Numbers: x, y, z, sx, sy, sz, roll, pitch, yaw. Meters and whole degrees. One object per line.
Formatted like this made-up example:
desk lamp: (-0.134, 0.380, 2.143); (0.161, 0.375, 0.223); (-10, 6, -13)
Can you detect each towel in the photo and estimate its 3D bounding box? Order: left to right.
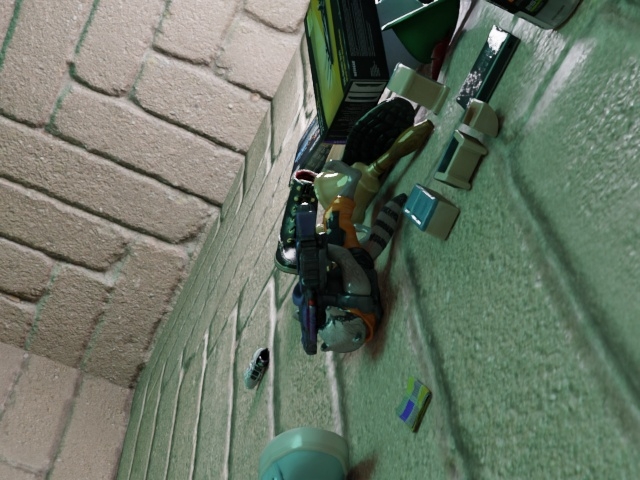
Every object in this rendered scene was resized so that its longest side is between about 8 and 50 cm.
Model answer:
towel: (0.124, 0.218, 1.293); (0.083, 0.009, 0.060); (-142, 74, -76)

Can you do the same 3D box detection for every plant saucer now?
plant saucer: (0.150, -0.403, 1.982); (0.194, 0.037, 0.195); (-9, 71, 29)

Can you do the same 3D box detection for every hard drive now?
hard drive: (0.259, -0.265, 1.517); (0.135, 0.022, 0.094); (-63, 14, 17)

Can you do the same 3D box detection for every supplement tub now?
supplement tub: (0.261, -0.377, 1.325); (0.117, 0.190, 0.117); (-158, 90, -77)

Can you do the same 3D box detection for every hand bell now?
hand bell: (0.113, -0.138, 1.752); (0.242, 0.126, 0.126); (-39, 28, 33)

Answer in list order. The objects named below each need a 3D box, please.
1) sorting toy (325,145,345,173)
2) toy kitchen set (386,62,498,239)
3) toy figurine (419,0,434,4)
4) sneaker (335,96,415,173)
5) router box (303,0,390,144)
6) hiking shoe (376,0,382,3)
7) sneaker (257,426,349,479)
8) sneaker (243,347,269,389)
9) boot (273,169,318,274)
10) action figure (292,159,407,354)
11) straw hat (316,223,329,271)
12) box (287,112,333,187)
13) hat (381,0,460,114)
sorting toy: (0.069, -0.219, 2.142); (0.132, 0.046, 0.275); (-117, 50, -73)
toy kitchen set: (0.144, -0.136, 1.446); (0.207, 0.166, 0.122); (-65, 13, 9)
toy figurine: (0.187, -0.600, 1.948); (0.148, 0.209, 0.213); (-52, 18, 26)
sneaker: (0.094, -0.185, 1.880); (0.283, 0.107, 0.124); (-57, 11, 39)
router box: (0.045, -0.378, 1.900); (0.243, 0.080, 0.309); (118, 147, -62)
hiking shoe: (0.157, -0.427, 2.106); (0.114, 0.086, 0.227); (91, -178, -52)
sneaker: (-0.046, 0.421, 1.417); (0.150, 0.135, 0.366); (-93, 19, -46)
sneaker: (-0.140, 0.283, 2.166); (0.069, 0.038, 0.098); (142, 147, -66)
boot: (-0.048, -0.041, 2.150); (0.236, 0.085, 0.179); (-89, 8, -66)
action figure: (0.047, 0.028, 1.572); (0.341, 0.178, 0.330); (88, -173, -54)
straw hat: (0.000, 0.000, 2.028); (0.145, 0.061, 0.144); (-60, 16, 29)
box: (-0.006, -0.253, 2.488); (0.220, 0.051, 0.175); (-53, 20, 46)
hat: (0.221, -0.346, 1.805); (0.208, 0.184, 0.173); (-29, 8, -19)
